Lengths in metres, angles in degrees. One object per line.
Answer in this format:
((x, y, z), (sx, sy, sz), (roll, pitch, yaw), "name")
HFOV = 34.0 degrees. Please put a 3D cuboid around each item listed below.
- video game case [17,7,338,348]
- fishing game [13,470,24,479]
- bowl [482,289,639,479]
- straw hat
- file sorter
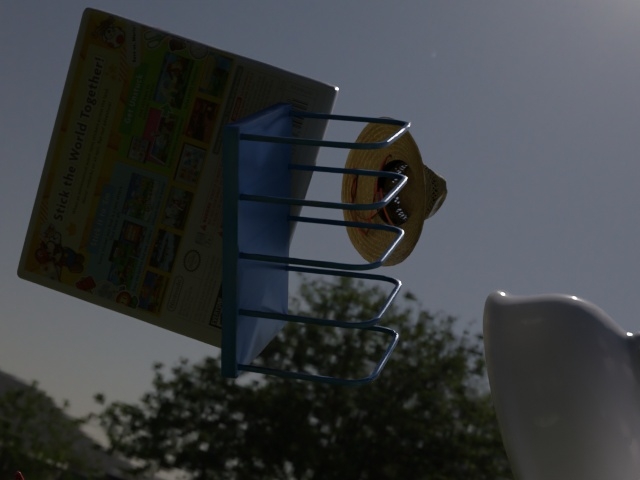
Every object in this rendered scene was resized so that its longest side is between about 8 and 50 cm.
((-0.116, -0.044, 0.828), (0.206, 0.227, 0.026), (19, 13, 5), "video game case")
((-0.416, 0.353, 1.124), (0.041, 0.264, 0.189), (-136, -155, -69), "fishing game")
((0.270, 0.172, 1.018), (0.134, 0.297, 0.298), (-19, -34, 20), "bowl")
((0.080, -0.044, 0.956), (0.061, 0.144, 0.144), (-2, -7, -29), "straw hat")
((0.000, 0.000, 0.720), (0.105, 0.170, 0.118), (5, 16, 14), "file sorter")
